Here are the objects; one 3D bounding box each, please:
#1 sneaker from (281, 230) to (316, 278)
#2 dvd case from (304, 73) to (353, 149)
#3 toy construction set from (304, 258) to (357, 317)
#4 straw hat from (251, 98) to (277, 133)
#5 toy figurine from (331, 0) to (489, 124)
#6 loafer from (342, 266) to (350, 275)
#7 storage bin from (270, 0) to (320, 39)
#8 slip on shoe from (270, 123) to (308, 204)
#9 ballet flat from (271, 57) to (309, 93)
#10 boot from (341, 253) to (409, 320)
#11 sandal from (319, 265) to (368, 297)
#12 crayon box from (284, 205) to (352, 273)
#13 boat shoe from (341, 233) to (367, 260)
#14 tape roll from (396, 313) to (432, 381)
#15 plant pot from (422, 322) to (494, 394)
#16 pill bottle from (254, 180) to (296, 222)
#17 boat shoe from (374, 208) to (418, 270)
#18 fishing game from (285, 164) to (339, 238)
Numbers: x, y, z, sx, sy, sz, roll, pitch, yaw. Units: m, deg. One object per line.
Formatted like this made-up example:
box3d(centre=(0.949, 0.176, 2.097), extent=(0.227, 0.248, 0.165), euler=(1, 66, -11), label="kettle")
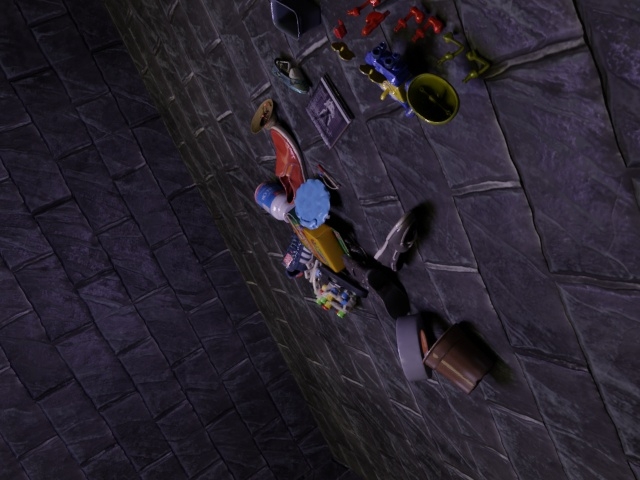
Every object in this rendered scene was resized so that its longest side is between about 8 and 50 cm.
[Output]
box3d(centre=(-0.104, 0.048, 2.416), extent=(0.131, 0.148, 0.350), euler=(44, 153, 34), label="sneaker")
box3d(centre=(0.023, -0.407, 1.755), extent=(0.165, 0.018, 0.221), euler=(59, 159, 5), label="dvd case")
box3d(centre=(0.034, 0.215, 2.322), extent=(0.215, 0.151, 0.327), euler=(44, 178, -34), label="toy construction set")
box3d(centre=(-0.201, -0.462, 2.094), extent=(0.061, 0.145, 0.144), euler=(24, -179, -36), label="straw hat")
box3d(centre=(0.214, -0.391, 1.280), extent=(0.362, 0.191, 0.217), euler=(43, -176, 20), label="toy figurine")
box3d(centre=(0.107, 0.110, 2.164), extent=(0.148, 0.056, 0.050), euler=(26, 134, 55), label="loafer")
box3d(centre=(-0.065, -0.637, 1.560), extent=(0.135, 0.091, 0.098), euler=(45, 153, 35), label="storage bin")
box3d(centre=(-0.128, -0.287, 2.117), extent=(0.123, 0.101, 0.331), euler=(26, 139, 56), label="slip on shoe")
box3d(centre=(-0.099, -0.546, 1.792), extent=(0.188, 0.070, 0.070), euler=(41, 151, 32), label="ballet flat")
box3d(centre=(0.197, 0.161, 1.991), extent=(0.263, 0.091, 0.229), euler=(53, 170, -21), label="boot")
box3d(centre=(0.077, 0.165, 2.120), extent=(0.254, 0.097, 0.055), euler=(34, 104, 45), label="sandal")
box3d(centre=(0.000, 0.000, 2.142), extent=(0.318, 0.081, 0.202), euler=(36, 162, 52), label="crayon box")
box3d(centre=(0.124, 0.032, 2.052), extent=(0.133, 0.042, 0.049), euler=(48, 153, 23), label="boat shoe")
box3d(centre=(0.316, 0.358, 1.835), extent=(0.219, 0.072, 0.219), euler=(-12, -90, -72), label="tape roll")
box3d(centre=(0.430, 0.369, 1.677), extent=(0.165, 0.167, 0.167), euler=(40, 152, 22), label="plant pot")
box3d(centre=(-0.178, -0.163, 2.346), extent=(0.221, 0.124, 0.124), euler=(36, 148, 43), label="pill bottle")
box3d(centre=(0.252, 0.006, 1.678), extent=(0.095, 0.112, 0.335), euler=(37, 160, 8), label="boat shoe")
box3d(centre=(-0.024, -0.135, 2.024), extent=(0.189, 0.041, 0.264), euler=(51, 122, 32), label="fishing game")
